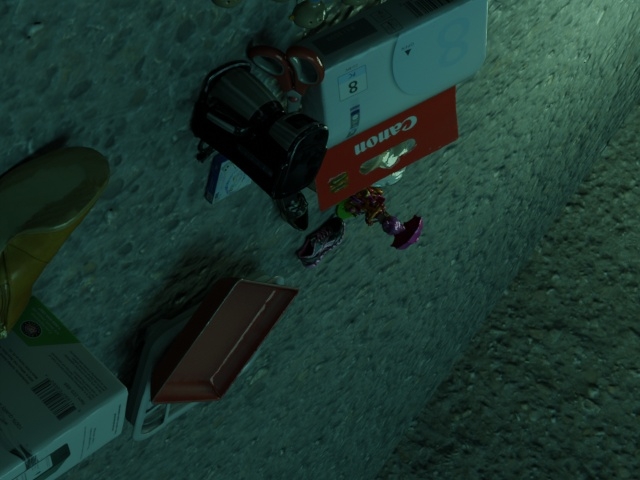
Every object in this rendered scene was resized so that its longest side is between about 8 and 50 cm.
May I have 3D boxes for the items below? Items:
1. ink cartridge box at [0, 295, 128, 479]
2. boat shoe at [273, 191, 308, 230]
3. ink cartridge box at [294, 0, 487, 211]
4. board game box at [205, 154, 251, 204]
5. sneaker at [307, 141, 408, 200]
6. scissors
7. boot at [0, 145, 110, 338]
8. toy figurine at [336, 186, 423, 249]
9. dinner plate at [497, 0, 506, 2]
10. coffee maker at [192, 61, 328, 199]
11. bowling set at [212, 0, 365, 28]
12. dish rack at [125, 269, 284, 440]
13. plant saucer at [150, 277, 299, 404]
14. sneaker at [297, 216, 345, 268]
[{"bbox_3d":[-0.441,0.239,1.637,0.289,0.211,0.121,-33,155,-35],"label":"ink cartridge box"},{"bbox_3d":[-0.045,-0.064,2.133,0.056,0.049,0.152,-46,158,-9],"label":"boat shoe"},{"bbox_3d":[0.125,-0.219,1.984,0.308,0.091,0.385,-28,141,-17],"label":"ink cartridge box"},{"bbox_3d":[-0.138,-0.110,1.913,0.090,0.020,0.090,-31,151,-40],"label":"board game box"},{"bbox_3d":[0.086,-0.159,2.178,0.262,0.099,0.121,-26,144,-48],"label":"sneaker"},{"bbox_3d":[-0.031,-0.221,1.833,0.297,0.109,0.021,63,36,-67],"label":"scissors"},{"bbox_3d":[-0.387,0.018,1.556,0.295,0.104,0.211,-43,166,-20],"label":"boot"},{"bbox_3d":[0.122,-0.051,2.337,0.130,0.159,0.173,-55,158,12],"label":"toy figurine"},{"bbox_3d":[0.380,-0.507,2.284,0.141,0.017,0.141,-42,157,-22],"label":"dinner plate"},{"bbox_3d":[-0.086,-0.144,1.742,0.120,0.178,0.171,-39,156,-24],"label":"coffee maker"},{"bbox_3d":[0.006,-0.340,1.586,0.287,0.200,0.154,-29,152,-35],"label":"bowling set"},{"bbox_3d":[-0.221,0.194,2.189,0.333,0.072,0.285,-29,150,-42],"label":"dish rack"},{"bbox_3d":[-0.172,0.165,2.079,0.258,0.048,0.259,-54,160,8],"label":"plant saucer"},{"bbox_3d":[0.000,0.000,2.349,0.119,0.047,0.057,-51,148,0],"label":"sneaker"}]
